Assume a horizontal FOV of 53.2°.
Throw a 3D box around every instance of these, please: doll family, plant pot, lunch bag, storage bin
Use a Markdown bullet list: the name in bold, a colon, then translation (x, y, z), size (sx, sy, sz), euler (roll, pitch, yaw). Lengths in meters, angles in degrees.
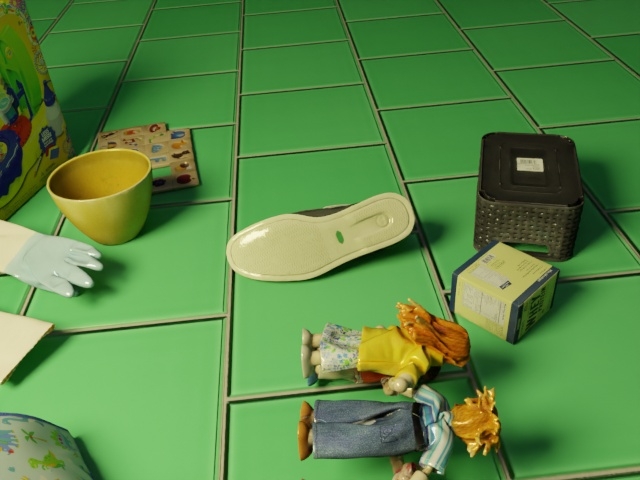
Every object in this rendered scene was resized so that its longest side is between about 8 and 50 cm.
- **doll family**: translation (0.065, 0.139, 0.551), size (0.163, 0.118, 0.263), euler (-2, 37, 3)
- **plant pot**: translation (-0.285, -0.051, 0.863), size (0.134, 0.095, 0.134), euler (-4, 37, 3)
- **lunch bag**: translation (-0.259, 0.208, 0.518), size (0.151, 0.096, 0.129), euler (4, 25, -43)
- **storage bin**: translation (0.266, -0.063, 0.831), size (0.122, 0.084, 0.180), euler (5, 38, 13)

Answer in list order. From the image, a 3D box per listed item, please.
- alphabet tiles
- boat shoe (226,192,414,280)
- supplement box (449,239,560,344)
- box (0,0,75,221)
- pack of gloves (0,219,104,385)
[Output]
- **alphabet tiles**: translation (-0.308, -0.133, 1.050), size (0.198, 0.009, 0.237), euler (-11, 37, -9)
- **boat shoe**: translation (0.000, 0.000, 0.801), size (0.233, 0.084, 0.079), euler (-14, -1, -1)
- **supplement box**: translation (0.201, 0.054, 0.702), size (0.083, 0.056, 0.083), euler (-32, 45, -32)
- **box**: translation (-0.537, -0.175, 0.905), size (0.177, 0.279, 0.290), euler (5, 38, 13)
- **pack of gloves**: translation (-0.382, 0.071, 0.772), size (0.232, 0.046, 0.195), euler (12, 51, 26)
